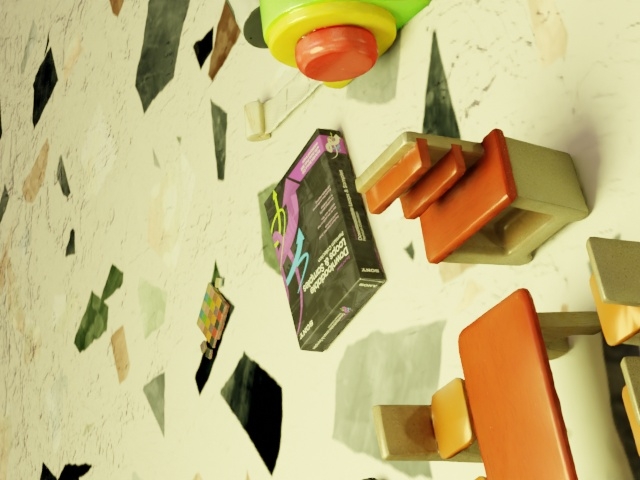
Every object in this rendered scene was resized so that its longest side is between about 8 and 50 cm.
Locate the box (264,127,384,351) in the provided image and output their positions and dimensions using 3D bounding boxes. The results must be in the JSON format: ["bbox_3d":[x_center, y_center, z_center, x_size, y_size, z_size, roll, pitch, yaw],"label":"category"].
[{"bbox_3d":[0.000,0.000,1.242,0.116,0.029,0.162,-53,44,43],"label":"box"}]

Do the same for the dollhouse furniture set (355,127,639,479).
[{"bbox_3d":[0.116,0.065,0.916,0.262,0.135,0.259,-45,48,49],"label":"dollhouse furniture set"}]

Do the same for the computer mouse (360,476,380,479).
[{"bbox_3d":[0.032,0.310,1.122,0.071,0.041,0.242,-21,67,59],"label":"computer mouse"}]

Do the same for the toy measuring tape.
[{"bbox_3d":[-0.024,-0.171,1.229,0.330,0.121,0.121,-35,56,54],"label":"toy measuring tape"}]

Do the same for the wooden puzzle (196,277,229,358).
[{"bbox_3d":[-0.110,0.076,1.447,0.049,0.006,0.083,49,127,52],"label":"wooden puzzle"}]

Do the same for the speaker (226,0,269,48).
[{"bbox_3d":[-0.068,-0.245,1.379,0.055,0.055,0.136,-63,37,34],"label":"speaker"}]
